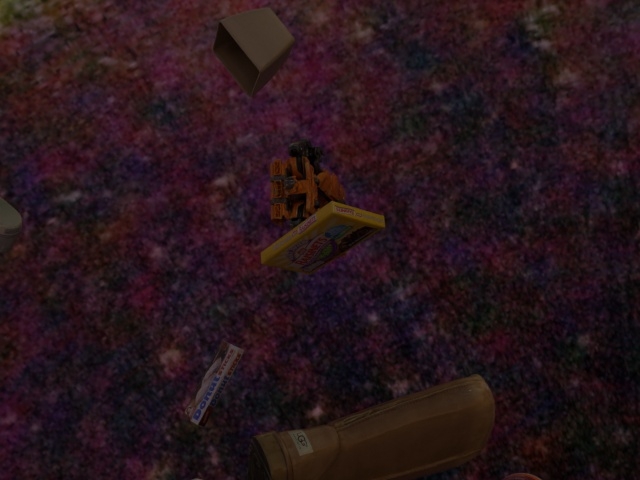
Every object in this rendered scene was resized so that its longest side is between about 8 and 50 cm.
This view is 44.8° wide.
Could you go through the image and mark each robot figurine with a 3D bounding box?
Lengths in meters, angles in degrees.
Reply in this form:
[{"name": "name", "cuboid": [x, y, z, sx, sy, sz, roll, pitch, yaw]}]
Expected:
[{"name": "robot figurine", "cuboid": [-0.019, -0.063, 1.436, 0.084, 0.291, 0.211, -6, 75, 18]}]

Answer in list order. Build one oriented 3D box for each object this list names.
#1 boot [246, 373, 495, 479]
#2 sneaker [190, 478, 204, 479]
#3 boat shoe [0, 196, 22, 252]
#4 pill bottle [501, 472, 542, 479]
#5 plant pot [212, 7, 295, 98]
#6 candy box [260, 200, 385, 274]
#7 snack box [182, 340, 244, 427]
[{"name": "boot", "cuboid": [0.051, 0.270, 0.881, 0.269, 0.236, 0.089, -10, 47, -24]}, {"name": "sneaker", "cuboid": [-0.236, 0.414, 1.084, 0.090, 0.115, 0.232, 0, 36, 39]}, {"name": "boat shoe", "cuboid": [-0.630, -0.059, 1.419, 0.227, 0.081, 0.079, 39, 28, 26]}, {"name": "pill bottle", "cuboid": [0.236, 0.346, 0.948, 0.086, 0.086, 0.152, -10, -3, 27]}, {"name": "plant pot", "cuboid": [-0.106, -0.325, 1.305, 0.096, 0.109, 0.109, -37, -2, -20]}, {"name": "candy box", "cuboid": [0.000, 0.000, 1.258, 0.206, 0.105, 0.027, -35, 49, 46]}, {"name": "snack box", "cuboid": [-0.226, 0.301, 1.635, 0.064, 0.022, 0.178, 13, 70, 48]}]
